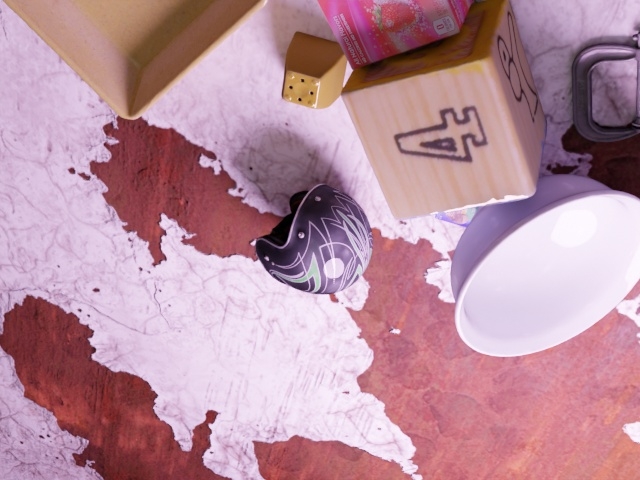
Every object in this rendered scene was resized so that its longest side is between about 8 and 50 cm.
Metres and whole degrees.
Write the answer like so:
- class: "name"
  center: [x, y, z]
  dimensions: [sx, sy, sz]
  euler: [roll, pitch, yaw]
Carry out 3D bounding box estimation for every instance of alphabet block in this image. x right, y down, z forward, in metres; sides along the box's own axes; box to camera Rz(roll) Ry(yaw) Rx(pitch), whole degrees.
- class: "alphabet block"
  center: [0.166, -0.167, 1.125]
  dimensions: [0.193, 0.192, 0.197]
  euler: [-11, 121, 25]

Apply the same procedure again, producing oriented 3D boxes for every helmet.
- class: "helmet"
  center: [0.000, 0.000, 1.335]
  dimensions: [0.161, 0.169, 0.169]
  euler: [-8, 124, 45]

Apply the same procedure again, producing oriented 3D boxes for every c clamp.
- class: "c clamp"
  center: [0.390, -0.194, 1.127]
  dimensions: [0.137, 0.022, 0.161]
  euler: [6, 128, 16]

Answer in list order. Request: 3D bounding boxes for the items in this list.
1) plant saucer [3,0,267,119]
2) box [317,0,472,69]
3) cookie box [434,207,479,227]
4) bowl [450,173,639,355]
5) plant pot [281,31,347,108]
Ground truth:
- class: "plant saucer"
  center: [-0.271, -0.376, 1.197]
  dimensions: [0.333, 0.081, 0.333]
  euler: [-31, 111, 37]
- class: "box"
  center: [0.052, -0.377, 1.033]
  dimensions: [0.154, 0.142, 0.300]
  euler: [-13, 121, 30]
- class: "cookie box"
  center: [0.230, -0.061, 1.279]
  dimensions: [0.107, 0.040, 0.092]
  euler: [17, 130, 7]
- class: "bowl"
  center: [0.294, 0.012, 1.213]
  dimensions: [0.298, 0.134, 0.298]
  euler: [-14, 136, -14]
- class: "plant pot"
  center: [-0.014, -0.226, 1.214]
  dimensions: [0.081, 0.083, 0.081]
  euler: [17, 130, 8]
